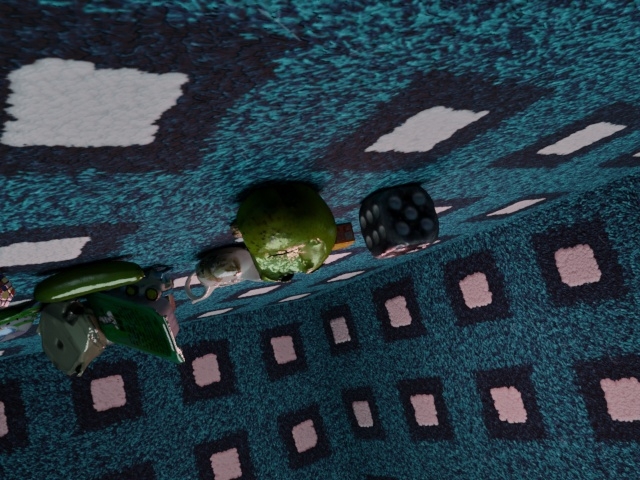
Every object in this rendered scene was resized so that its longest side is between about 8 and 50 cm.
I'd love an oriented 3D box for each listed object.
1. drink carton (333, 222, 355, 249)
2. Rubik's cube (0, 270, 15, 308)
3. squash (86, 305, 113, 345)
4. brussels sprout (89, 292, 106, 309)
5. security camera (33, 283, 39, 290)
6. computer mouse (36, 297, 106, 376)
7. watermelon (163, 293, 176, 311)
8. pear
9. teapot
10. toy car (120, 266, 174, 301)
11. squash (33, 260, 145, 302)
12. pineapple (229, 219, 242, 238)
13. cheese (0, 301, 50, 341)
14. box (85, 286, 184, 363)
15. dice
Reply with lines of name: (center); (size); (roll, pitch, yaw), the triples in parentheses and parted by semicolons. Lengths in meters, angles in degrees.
drink carton: (0.000, 0.000, 1.816); (0.222, 0.071, 0.096); (-10, 169, -17)
Rubik's cube: (-0.812, 0.125, 1.292); (0.093, 0.111, 0.111); (-41, -175, -32)
squash: (-0.854, 0.327, 2.072); (0.218, 0.173, 0.218); (-16, -177, 1)
brussels sprout: (-0.774, 0.251, 1.936); (0.155, 0.117, 0.155); (-36, 175, -4)
security camera: (-0.773, 0.134, 1.530); (0.092, 0.058, 0.058); (-23, 169, 2)
computer mouse: (-0.844, 0.315, 1.822); (0.145, 0.228, 0.429); (-38, 172, -45)
watermelon: (-0.704, 0.282, 2.331); (0.154, 0.095, 0.241); (-8, 172, 3)
pear: (-0.069, -0.031, 1.257); (0.238, 0.164, 0.255); (-19, 155, -7)
teapot: (-0.318, 0.107, 1.753); (0.298, 0.139, 0.204); (-18, 171, 15)
toy car: (-0.567, 0.131, 1.739); (0.161, 0.098, 0.126); (10, -169, 10)
squash: (-0.645, 0.108, 1.469); (0.292, 0.082, 0.082); (-14, 170, -13)
pineapple: (-0.150, -0.043, 1.451); (0.221, 0.047, 0.221); (-13, 168, -3)
cheese: (-1.027, 0.270, 1.780); (0.320, 0.083, 0.204); (-28, 171, 9)
box: (-0.613, 0.263, 1.796); (0.336, 0.264, 0.106); (12, -139, 21)
dice: (0.230, -0.052, 1.558); (0.183, 0.182, 0.182); (-10, 167, -18)
